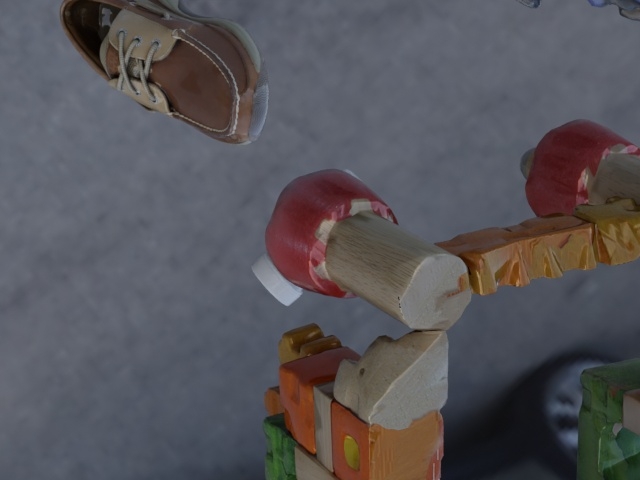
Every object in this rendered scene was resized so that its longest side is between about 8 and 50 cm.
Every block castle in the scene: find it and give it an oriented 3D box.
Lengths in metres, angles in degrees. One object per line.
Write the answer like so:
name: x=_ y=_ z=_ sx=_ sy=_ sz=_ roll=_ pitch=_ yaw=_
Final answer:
block castle: x=0.116 y=0.159 z=1.351 sx=0.303 sy=0.213 sz=0.453 roll=-12 pitch=112 yaw=-26

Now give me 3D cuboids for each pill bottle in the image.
pill bottle: x=0.000 y=0.000 z=1.640 sx=0.120 sy=0.067 sz=0.067 roll=-42 pitch=159 yaw=7

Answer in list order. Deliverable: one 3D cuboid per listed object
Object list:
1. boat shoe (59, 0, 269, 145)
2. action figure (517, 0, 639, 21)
boat shoe: x=-0.160 y=-0.175 z=1.868 sx=0.116 sy=0.324 sz=0.123 roll=-7 pitch=115 yaw=-31
action figure: x=0.245 y=-0.122 z=0.917 sx=0.178 sy=0.341 sz=0.330 roll=-54 pitch=153 yaw=-31
